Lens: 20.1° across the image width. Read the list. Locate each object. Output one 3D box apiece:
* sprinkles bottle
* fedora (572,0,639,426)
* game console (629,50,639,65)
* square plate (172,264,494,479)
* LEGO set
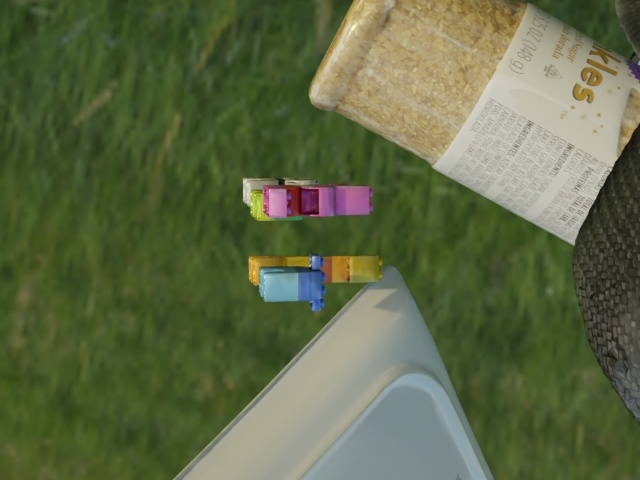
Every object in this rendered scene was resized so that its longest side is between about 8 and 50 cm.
[{"bbox_3d":[0.172,-0.052,1.088,0.355,0.121,0.121,28,159,-3],"label":"sprinkles bottle"},{"bbox_3d":[0.226,0.036,0.771,0.334,0.334,0.152,20,122,-32],"label":"fedora"},{"bbox_3d":[0.231,-0.072,1.347,0.085,0.124,0.144,-10,142,-35],"label":"game console"},{"bbox_3d":[0.034,0.251,1.296,0.049,0.344,0.347,0,124,45],"label":"square plate"},{"bbox_3d":[0.000,0.000,1.272,0.093,0.087,0.227,-1,-175,-7],"label":"LEGO set"}]
